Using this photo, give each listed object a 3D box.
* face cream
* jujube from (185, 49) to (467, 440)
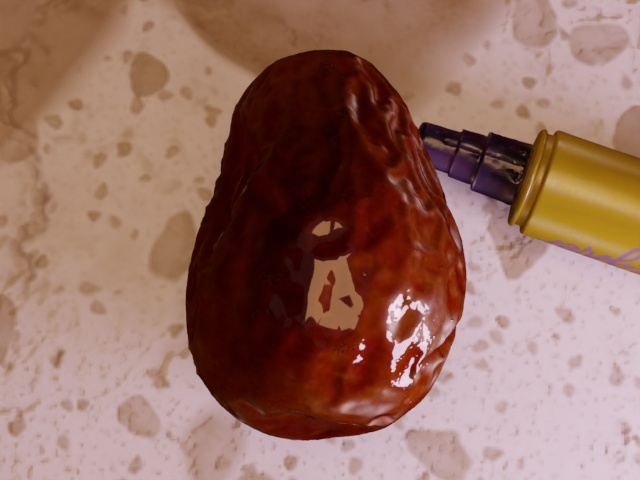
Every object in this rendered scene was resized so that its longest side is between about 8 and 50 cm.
[{"bbox_3d":[0.195,-0.026,0.819,0.273,0.078,0.078,19,82,3],"label":"face cream"},{"bbox_3d":[0.000,0.000,0.771,0.190,0.190,0.255,-6,68,0],"label":"jujube"}]
